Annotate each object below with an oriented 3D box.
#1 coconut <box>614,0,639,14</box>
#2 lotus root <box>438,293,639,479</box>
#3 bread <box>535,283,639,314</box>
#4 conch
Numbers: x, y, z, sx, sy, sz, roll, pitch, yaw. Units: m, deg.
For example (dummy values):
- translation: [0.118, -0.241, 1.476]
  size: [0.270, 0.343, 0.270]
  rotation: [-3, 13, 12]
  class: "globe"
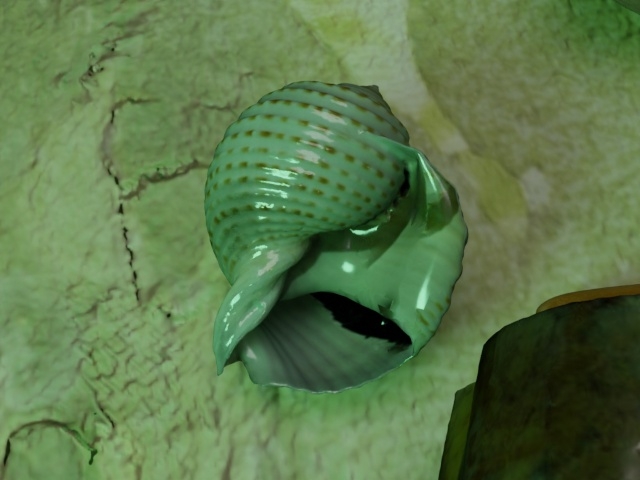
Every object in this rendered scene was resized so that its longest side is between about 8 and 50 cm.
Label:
- translation: [0.286, -0.285, 0.795]
  size: [0.237, 0.237, 0.266]
  rotation: [39, 68, 23]
  class: "coconut"
- translation: [0.163, 0.212, 0.496]
  size: [0.250, 0.250, 0.346]
  rotation: [7, 63, 6]
  class: "lotus root"
- translation: [0.253, 0.062, 0.669]
  size: [0.239, 0.074, 0.093]
  rotation: [-8, 41, -2]
  class: "bread"
- translation: [0.001, -0.004, 0.691]
  size: [0.172, 0.131, 0.200]
  rotation: [27, 102, -4]
  class: "conch"
